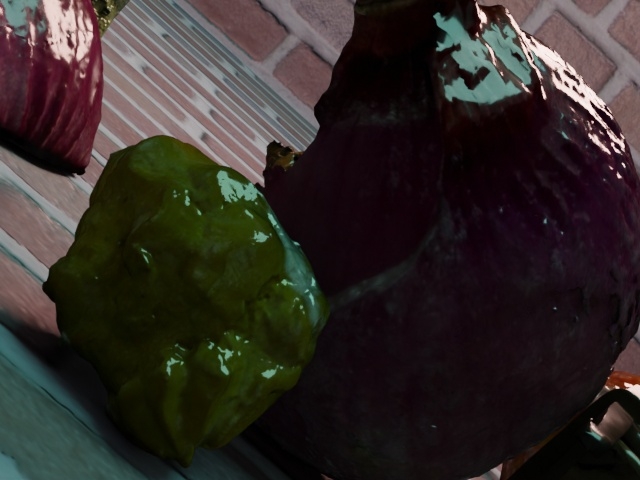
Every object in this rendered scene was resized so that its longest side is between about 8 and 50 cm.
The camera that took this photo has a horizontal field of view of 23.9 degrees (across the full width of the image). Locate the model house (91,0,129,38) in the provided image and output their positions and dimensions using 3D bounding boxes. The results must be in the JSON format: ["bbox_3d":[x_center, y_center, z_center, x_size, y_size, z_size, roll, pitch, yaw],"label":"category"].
[{"bbox_3d":[-0.243,-0.260,1.605,0.078,0.083,0.066,39,9,-33],"label":"model house"}]

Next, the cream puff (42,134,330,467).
[{"bbox_3d":[-0.071,0.033,0.711,0.146,0.116,0.146,38,-24,20],"label":"cream puff"}]

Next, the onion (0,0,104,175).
[{"bbox_3d":[-0.239,-0.174,1.018,0.250,0.111,0.247,50,8,36],"label":"onion"}]

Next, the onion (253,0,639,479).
[{"bbox_3d":[0.081,0.002,0.809,0.159,0.267,0.349,44,-23,31],"label":"onion"}]

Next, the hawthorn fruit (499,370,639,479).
[{"bbox_3d":[0.227,0.188,1.170,0.173,0.173,0.173,42,7,-6],"label":"hawthorn fruit"}]

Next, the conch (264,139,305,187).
[{"bbox_3d":[-0.006,0.000,1.345,0.080,0.086,0.233,1,62,-23],"label":"conch"}]

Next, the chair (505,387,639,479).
[{"bbox_3d":[0.185,0.200,0.895,0.186,0.160,0.319,46,11,13],"label":"chair"}]
